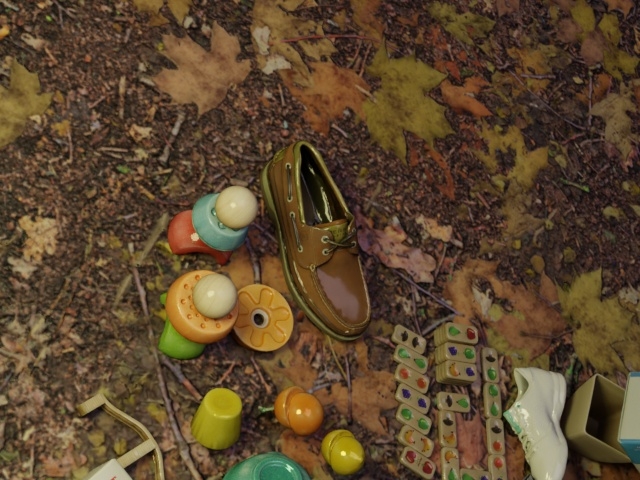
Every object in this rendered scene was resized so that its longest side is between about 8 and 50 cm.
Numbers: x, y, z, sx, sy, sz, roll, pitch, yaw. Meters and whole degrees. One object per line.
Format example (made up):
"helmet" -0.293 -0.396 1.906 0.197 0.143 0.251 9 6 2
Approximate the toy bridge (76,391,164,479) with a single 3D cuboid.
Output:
"toy bridge" -0.243 0.280 1.585 0.063 0.026 0.188 -30 86 -38

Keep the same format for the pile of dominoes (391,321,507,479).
"pile of dominoes" 0.206 0.250 1.853 0.196 0.040 0.251 11 63 -26

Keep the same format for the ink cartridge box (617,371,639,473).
"ink cartridge box" 0.620 0.329 1.873 0.307 0.223 0.129 50 45 -41

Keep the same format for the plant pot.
"plant pot" 0.442 0.294 1.936 0.109 0.096 0.109 30 57 -15

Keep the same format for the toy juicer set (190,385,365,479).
"toy juicer set" -0.030 0.331 1.590 0.209 0.089 0.329 -5 47 -25

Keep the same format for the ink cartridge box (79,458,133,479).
"ink cartridge box" -0.256 0.395 1.487 0.203 0.086 0.148 51 53 -2

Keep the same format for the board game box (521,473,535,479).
"board game box" 0.282 0.468 1.766 0.194 0.060 0.194 -20 64 -31

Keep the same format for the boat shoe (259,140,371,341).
"boat shoe" 0.000 0.000 1.805 0.110 0.104 0.307 -19 79 -35

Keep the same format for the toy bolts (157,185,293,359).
"toy bolts" -0.114 0.039 1.687 0.218 0.158 0.229 8 65 -27

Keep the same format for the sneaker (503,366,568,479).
"sneaker" 0.329 0.295 1.892 0.094 0.080 0.212 17 52 -14
